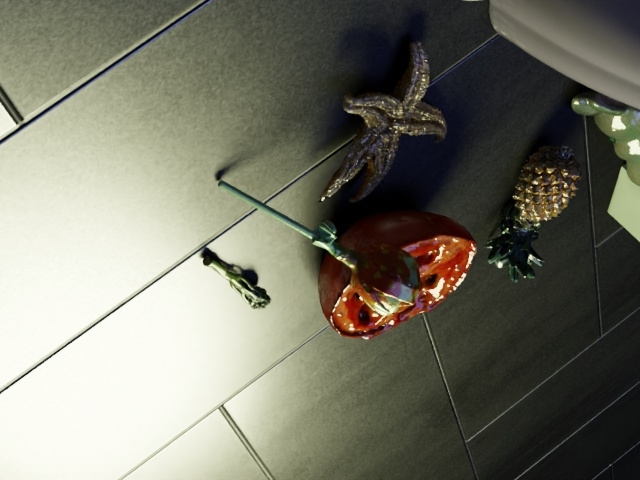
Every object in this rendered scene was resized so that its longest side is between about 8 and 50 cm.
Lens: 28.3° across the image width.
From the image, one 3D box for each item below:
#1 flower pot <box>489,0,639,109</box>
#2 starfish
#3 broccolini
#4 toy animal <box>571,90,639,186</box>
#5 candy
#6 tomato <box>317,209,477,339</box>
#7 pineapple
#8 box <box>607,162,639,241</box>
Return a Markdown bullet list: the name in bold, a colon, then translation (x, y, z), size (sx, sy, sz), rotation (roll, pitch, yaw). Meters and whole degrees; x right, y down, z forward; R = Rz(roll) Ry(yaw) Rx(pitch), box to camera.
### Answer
- **flower pot**: translation (0.367, -0.289, 1.474), size (0.265, 0.243, 0.265), rotation (-27, 142, -24)
- **starfish**: translation (0.082, -0.136, 1.533), size (0.241, 0.043, 0.227), rotation (4, 128, -53)
- **broccolini**: translation (-0.102, 0.053, 1.571), size (0.030, 0.035, 0.140), rotation (-46, 146, 0)
- **toy animal**: translation (0.455, -0.173, 1.822), size (0.127, 0.125, 0.251), rotation (-28, 138, 29)
- **candy**: translation (0.000, -0.001, 1.500), size (0.288, 0.084, 0.078), rotation (30, 105, -21)
- **tomato**: translation (0.085, 0.032, 1.689), size (0.228, 0.101, 0.228), rotation (-23, 148, -15)
- **pineapple**: translation (0.311, -0.045, 1.827), size (0.083, 0.103, 0.221), rotation (-10, 135, -40)
- **box**: translation (0.625, -0.061, 2.021), size (0.225, 0.225, 0.117), rotation (-26, 145, -23)
